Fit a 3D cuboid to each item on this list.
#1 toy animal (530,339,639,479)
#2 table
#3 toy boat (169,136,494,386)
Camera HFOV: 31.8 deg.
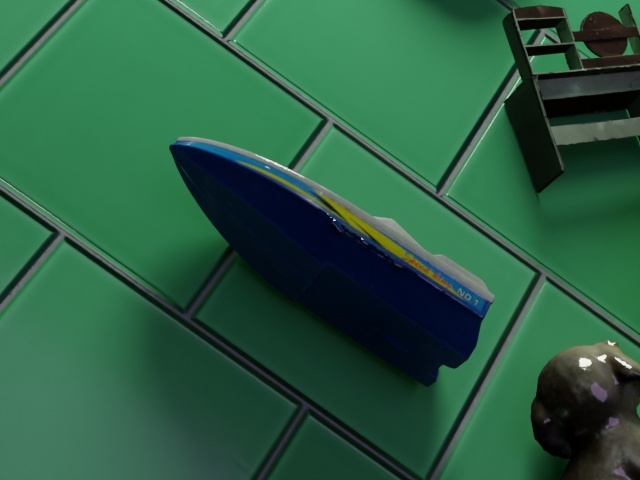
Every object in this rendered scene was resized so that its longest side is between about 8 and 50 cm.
[{"bbox_3d":[0.244,0.208,0.948,0.168,0.121,0.233,20,72,8],"label":"toy animal"},{"bbox_3d":[0.264,-0.147,1.132,0.146,0.062,0.175,-8,72,-23],"label":"table"},{"bbox_3d":[0.000,0.000,0.938,0.295,0.129,0.088,34,61,-2],"label":"toy boat"}]
